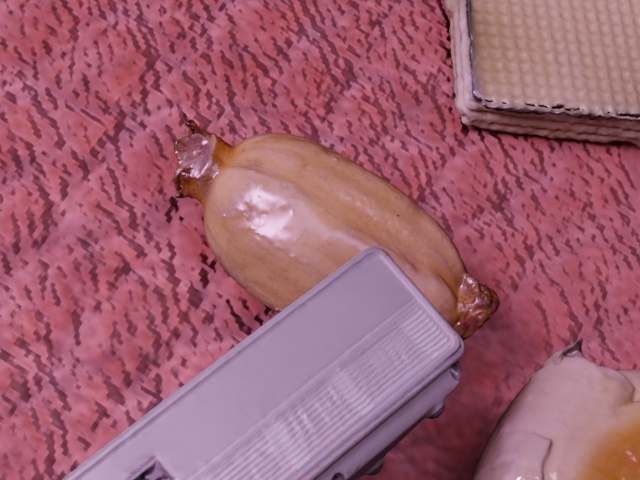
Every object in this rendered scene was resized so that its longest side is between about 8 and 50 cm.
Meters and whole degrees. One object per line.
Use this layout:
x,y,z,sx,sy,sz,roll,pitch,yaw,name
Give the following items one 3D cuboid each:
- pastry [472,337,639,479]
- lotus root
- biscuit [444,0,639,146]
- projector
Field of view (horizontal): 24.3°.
0.124,0.124,0.562,0.165,0.088,0.166,8,60,-15,pastry
0.000,0.000,0.600,0.150,0.062,0.073,30,51,-1,lotus root
0.157,-0.100,0.718,0.199,0.040,0.121,5,66,-15,biscuit
-0.029,0.082,0.517,0.147,0.115,0.061,-36,81,-30,projector
